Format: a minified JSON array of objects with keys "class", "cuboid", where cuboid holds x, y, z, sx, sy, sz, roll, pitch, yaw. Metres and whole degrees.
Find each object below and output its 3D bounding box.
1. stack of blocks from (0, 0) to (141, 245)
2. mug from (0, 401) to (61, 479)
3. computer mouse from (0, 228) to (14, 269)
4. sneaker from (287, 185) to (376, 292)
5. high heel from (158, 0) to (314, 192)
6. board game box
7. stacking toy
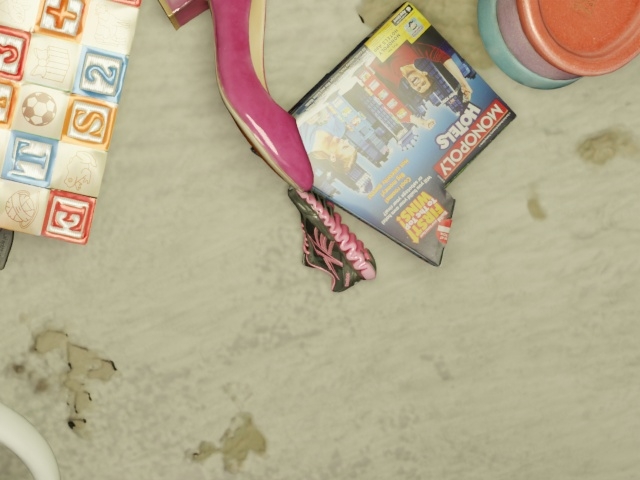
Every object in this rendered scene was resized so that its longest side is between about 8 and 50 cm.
[{"class":"stack of blocks","cuboid":[-0.254,-0.160,1.710,0.171,0.087,0.297,12,96,-9]},{"class":"mug","cuboid":[-0.392,0.279,1.750,0.328,0.276,0.374,35,108,-24]},{"class":"computer mouse","cuboid":[-0.385,0.020,1.794,0.184,0.060,0.262,23,92,-7]},{"class":"sneaker","cuboid":[0.000,0.000,1.832,0.057,0.047,0.119,-33,106,17]},{"class":"high heel","cuboid":[-0.044,-0.164,1.722,0.117,0.082,0.244,-32,74,-2]},{"class":"board game box","cuboid":[0.073,-0.080,1.790,0.194,0.060,0.194,-44,98,-2]},{"class":"stacking toy","cuboid":[0.171,-0.299,1.749,0.309,0.130,0.279,33,75,-16]}]
